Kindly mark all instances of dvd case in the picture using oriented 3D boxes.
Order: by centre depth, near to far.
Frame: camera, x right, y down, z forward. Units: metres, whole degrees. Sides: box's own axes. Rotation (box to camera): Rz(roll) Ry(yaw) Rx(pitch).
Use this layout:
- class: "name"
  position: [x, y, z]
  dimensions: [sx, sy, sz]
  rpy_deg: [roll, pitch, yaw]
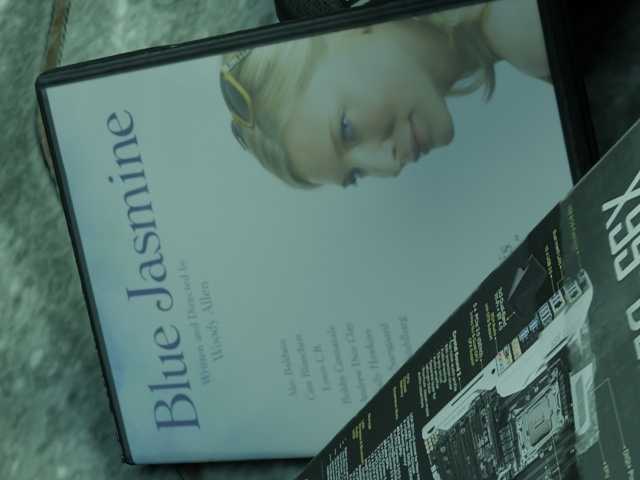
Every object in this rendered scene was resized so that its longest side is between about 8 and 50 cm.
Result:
- class: "dvd case"
  position: [0.000, 0.000, 0.750]
  dimensions: [0.253, 0.022, 0.180]
  rpy_deg: [-7, 100, 35]

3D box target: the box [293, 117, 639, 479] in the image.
- class: "box"
  position: [0.089, 0.152, 0.549]
  dimensions: [0.242, 0.076, 0.307]
  rpy_deg: [-51, 36, 43]

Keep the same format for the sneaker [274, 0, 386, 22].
- class: "sneaker"
  position: [0.025, -0.278, 0.852]
  dimensions: [0.185, 0.202, 0.482]
  rpy_deg: [-19, 53, 29]
